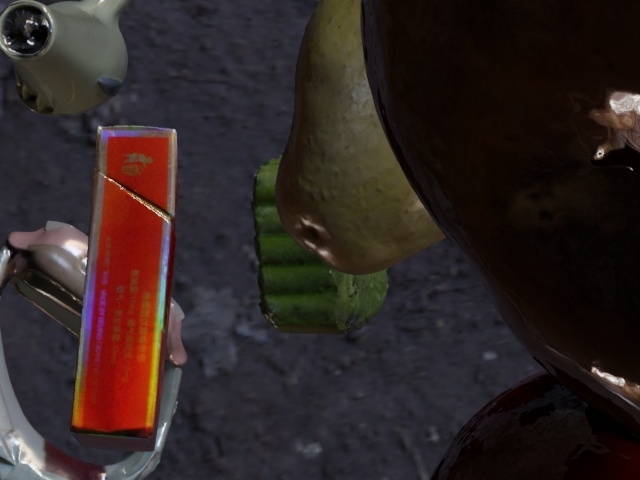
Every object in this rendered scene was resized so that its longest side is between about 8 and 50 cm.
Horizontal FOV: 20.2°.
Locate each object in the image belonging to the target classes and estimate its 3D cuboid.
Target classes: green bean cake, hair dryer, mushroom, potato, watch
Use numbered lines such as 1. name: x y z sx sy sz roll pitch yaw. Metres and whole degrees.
1. green bean cake: 0.000 0.000 2.086 0.113 0.200 0.214 -2 95 20
2. hair dryer: -0.218 -0.235 1.696 0.119 0.296 0.298 33 111 3
3. mushroom: 0.141 -0.066 0.650 0.267 0.254 0.267 18 145 14
4. potato: 0.042 -0.074 1.104 0.157 0.157 0.194 30 83 28
5. watch: -0.262 0.139 1.780 0.253 0.162 0.241 37 71 -10

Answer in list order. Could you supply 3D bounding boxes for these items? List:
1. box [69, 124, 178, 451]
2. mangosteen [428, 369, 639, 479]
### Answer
1. box: -0.110 0.031 1.030 0.048 0.112 0.175 4 80 -3
2. mangosteen: 0.156 0.128 0.826 0.215 0.215 0.257 32 121 27
